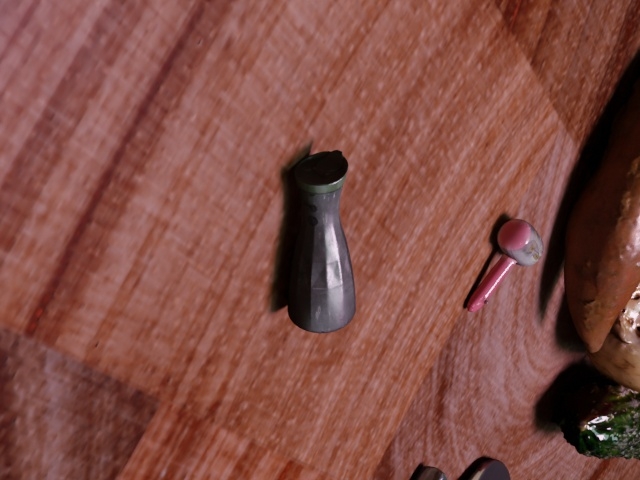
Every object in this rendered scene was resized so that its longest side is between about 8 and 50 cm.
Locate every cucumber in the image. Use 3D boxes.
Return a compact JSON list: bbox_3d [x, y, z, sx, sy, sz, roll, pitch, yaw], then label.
[{"bbox_3d":[0.320,0.186,1.482,0.359,0.096,0.096,17,98,-59],"label":"cucumber"}]

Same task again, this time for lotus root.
[{"bbox_3d":[0.347,0.073,1.375,0.160,0.146,0.284,-58,155,11],"label":"lotus root"}]

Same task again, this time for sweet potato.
[{"bbox_3d":[0.287,-0.072,1.208,0.106,0.095,0.354,22,92,-58],"label":"sweet potato"}]

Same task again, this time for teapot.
[{"bbox_3d":[0.000,0.000,0.844,0.043,0.043,0.110,-36,137,-41],"label":"teapot"}]

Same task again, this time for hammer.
[{"bbox_3d":[0.142,0.022,1.114,0.083,0.031,0.052,-52,149,0],"label":"hammer"}]

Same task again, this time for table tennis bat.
[{"bbox_3d":[0.122,0.258,1.279,0.154,0.021,0.274,-57,153,-14],"label":"table tennis bat"}]
